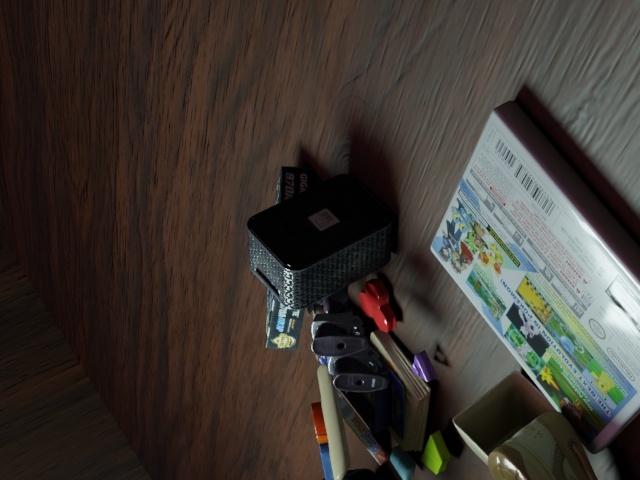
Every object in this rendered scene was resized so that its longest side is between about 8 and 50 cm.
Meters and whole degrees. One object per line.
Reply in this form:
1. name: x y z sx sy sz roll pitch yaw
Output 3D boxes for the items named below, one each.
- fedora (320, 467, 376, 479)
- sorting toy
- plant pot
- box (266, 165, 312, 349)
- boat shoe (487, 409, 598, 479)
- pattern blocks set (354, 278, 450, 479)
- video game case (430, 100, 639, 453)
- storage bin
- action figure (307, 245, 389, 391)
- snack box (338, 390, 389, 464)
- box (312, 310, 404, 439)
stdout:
1. fedora: 0.008 0.530 2.048 0.152 0.334 0.334 50 153 25
2. sorting toy: 0.023 0.365 1.802 0.307 0.041 0.229 -101 5 -47
3. plant pot: 0.247 0.253 1.541 0.109 0.109 0.096 44 163 36
4. box: -0.048 0.027 1.821 0.175 0.051 0.220 103 170 -55
5. boat shoe: 0.329 0.361 1.436 0.341 0.110 0.121 60 158 -11
6. pattern blocks set: 0.115 0.226 1.857 0.285 0.026 0.325 59 158 21
7. video game case: 0.264 0.050 1.371 0.329 0.036 0.300 53 155 20
8. storage bin: 0.000 0.000 1.676 0.122 0.180 0.084 45 151 35
9. action figure: 0.027 0.095 1.760 0.285 0.099 0.185 -101 2 -56
10. snack box: 0.061 0.302 1.978 0.064 0.022 0.178 48 174 40
11. box: 0.057 0.201 1.888 0.225 0.036 0.136 48 152 40
